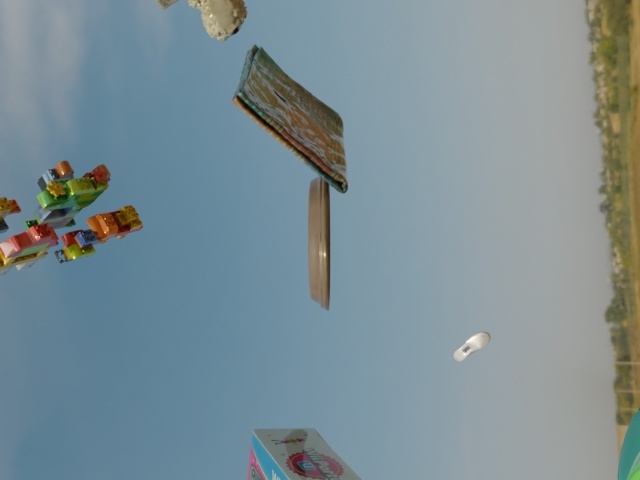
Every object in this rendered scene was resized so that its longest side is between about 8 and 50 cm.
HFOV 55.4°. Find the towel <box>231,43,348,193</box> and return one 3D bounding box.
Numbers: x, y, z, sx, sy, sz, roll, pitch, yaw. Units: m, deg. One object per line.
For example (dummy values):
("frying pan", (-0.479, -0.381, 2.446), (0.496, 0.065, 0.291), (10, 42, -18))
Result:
("towel", (-0.048, -0.256, 1.217), (0.271, 0.040, 0.370), (38, -158, -20))

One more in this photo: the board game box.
("board game box", (-0.026, 0.413, 0.732), (0.098, 0.224, 0.303), (7, -86, -26))

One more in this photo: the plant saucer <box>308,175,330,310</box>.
("plant saucer", (0.000, 0.000, 1.202), (0.278, 0.041, 0.277), (-1, -90, -88))

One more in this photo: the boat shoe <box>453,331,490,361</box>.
("boat shoe", (0.337, 0.230, 1.345), (0.035, 0.100, 0.035), (49, -149, 14))

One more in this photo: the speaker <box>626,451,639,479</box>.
("speaker", (0.323, 0.125, 0.395), (0.297, 0.131, 0.131), (-17, -76, -34))

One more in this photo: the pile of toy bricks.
("pile of toy bricks", (-0.284, -0.045, 0.699), (0.118, 0.105, 0.212), (58, -149, 4))

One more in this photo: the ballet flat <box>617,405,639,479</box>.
("ballet flat", (0.487, 0.240, 0.848), (0.083, 0.087, 0.247), (90, -162, -78))

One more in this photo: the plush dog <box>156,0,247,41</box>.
("plush dog", (-0.220, -0.528, 1.099), (0.262, 0.211, 0.225), (-65, 30, 31))
